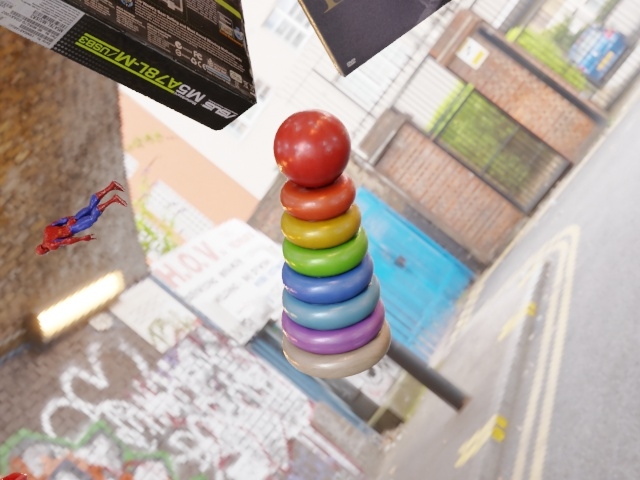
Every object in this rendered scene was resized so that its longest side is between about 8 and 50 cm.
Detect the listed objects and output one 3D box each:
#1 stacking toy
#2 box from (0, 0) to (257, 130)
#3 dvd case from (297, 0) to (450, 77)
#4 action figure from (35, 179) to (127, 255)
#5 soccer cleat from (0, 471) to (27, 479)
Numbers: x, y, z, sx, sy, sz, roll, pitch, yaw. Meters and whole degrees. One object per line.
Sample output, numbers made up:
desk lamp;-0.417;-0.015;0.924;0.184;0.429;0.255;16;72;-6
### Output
stacking toy;0.000;0.000;1.094;0.141;0.141;0.330;-46;-43;-45
box;-0.130;-0.184;0.594;0.045;0.184;0.190;-33;-36;30
dvd case;0.031;-0.246;0.625;0.164;0.221;0.018;-36;34;-4
action figure;-0.250;-0.017;0.948;0.115;0.038;0.030;-31;-38;12
soccer cleat;-0.469;0.222;1.008;0.108;0.318;0.116;-11;37;52
